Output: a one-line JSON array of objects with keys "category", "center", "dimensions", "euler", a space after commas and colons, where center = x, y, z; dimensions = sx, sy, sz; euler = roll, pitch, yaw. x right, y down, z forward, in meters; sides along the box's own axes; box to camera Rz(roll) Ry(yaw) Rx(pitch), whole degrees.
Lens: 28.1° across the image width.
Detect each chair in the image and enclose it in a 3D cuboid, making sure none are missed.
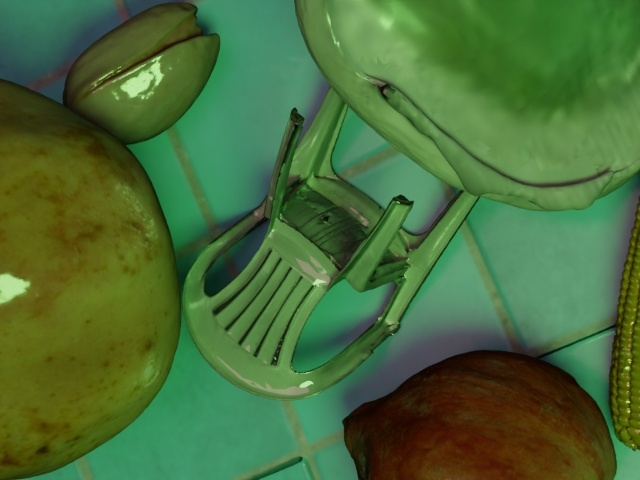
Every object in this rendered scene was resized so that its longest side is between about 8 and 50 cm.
[{"category": "chair", "center": [0.000, 0.000, 1.259], "dimensions": [0.203, 0.190, 0.275], "euler": [38, 128, 15]}]

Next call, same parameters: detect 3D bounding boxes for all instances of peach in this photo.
[{"category": "peach", "center": [0.137, 0.210, 1.192], "dimensions": [0.256, 0.232, 0.232], "euler": [27, 96, 17]}]

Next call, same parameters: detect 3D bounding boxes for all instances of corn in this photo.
[{"category": "corn", "center": [0.323, 0.055, 1.184], "dimensions": [0.102, 0.102, 0.313], "euler": [14, 103, 17]}]

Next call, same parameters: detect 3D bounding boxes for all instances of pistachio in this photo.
[{"category": "pistachio", "center": [-0.189, -0.173, 1.347], "dimensions": [0.185, 0.124, 0.124], "euler": [-42, 78, 9]}]

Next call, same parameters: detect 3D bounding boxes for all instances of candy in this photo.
[{"category": "candy", "center": [0.177, -0.219, 1.144], "dimensions": [0.386, 0.186, 0.427], "euler": [-46, 114, -9]}]

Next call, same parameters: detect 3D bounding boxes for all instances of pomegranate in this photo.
[{"category": "pomegranate", "center": [-0.315, 0.038, 1.264], "dimensions": [0.411, 0.411, 0.412], "euler": [0, 89, 17]}]
